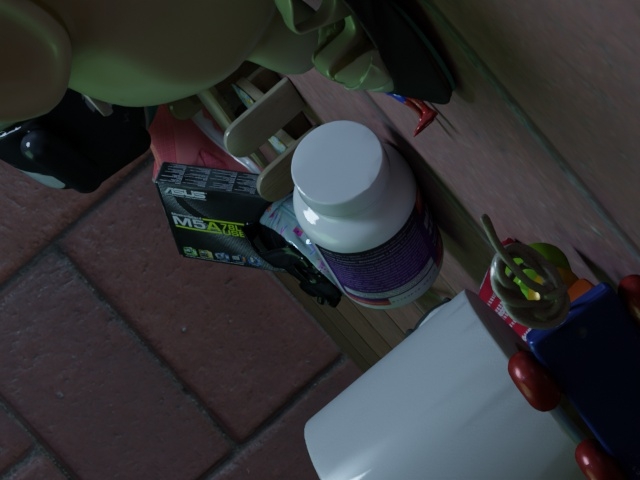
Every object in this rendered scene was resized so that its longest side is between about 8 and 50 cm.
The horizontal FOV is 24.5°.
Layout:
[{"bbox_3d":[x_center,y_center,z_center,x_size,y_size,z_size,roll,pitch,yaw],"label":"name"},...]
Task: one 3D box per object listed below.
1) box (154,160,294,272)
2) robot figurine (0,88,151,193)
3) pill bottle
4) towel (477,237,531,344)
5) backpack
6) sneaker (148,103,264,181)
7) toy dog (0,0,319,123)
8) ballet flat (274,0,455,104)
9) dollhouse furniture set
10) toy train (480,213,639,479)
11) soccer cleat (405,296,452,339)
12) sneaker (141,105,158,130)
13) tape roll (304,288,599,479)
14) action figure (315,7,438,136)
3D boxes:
[{"bbox_3d":[-0.123,-0.030,2.075,0.191,0.045,0.184,9,149,13],"label":"box"},{"bbox_3d":[-0.300,-0.161,1.594,0.209,0.173,0.278,19,170,35],"label":"robot figurine"},{"bbox_3d":[0.038,-0.024,1.291,0.108,0.108,0.193,45,173,29],"label":"pill bottle"},{"bbox_3d":[0.231,0.120,1.208,0.275,0.031,0.199,48,173,9],"label":"towel"},{"bbox_3d":[0.000,0.000,1.699,0.152,0.115,0.182,38,175,-11],"label":"backpack"},{"bbox_3d":[-0.170,-0.107,2.129,0.314,0.136,0.116,49,174,-8],"label":"sneaker"},{"bbox_3d":[-0.203,-0.259,1.011,0.395,0.284,0.408,9,-163,-33],"label":"toy dog"},{"bbox_3d":[0.014,-0.141,0.905,0.074,0.074,0.203,42,172,47],"label":"ballet flat"},{"bbox_3d":[-0.143,-0.151,1.518,0.212,0.161,0.242,42,171,45],"label":"dollhouse furniture set"},{"bbox_3d":[0.157,0.041,0.966,0.248,0.105,0.143,51,-173,-25],"label":"toy train"},{"bbox_3d":[0.195,0.195,1.533,0.143,0.116,0.331,41,171,48],"label":"soccer cleat"},{"bbox_3d":[-0.249,-0.270,1.772,0.178,0.124,0.295,-79,-17,-63],"label":"sneaker"},{"bbox_3d":[0.129,0.181,1.141,0.246,0.169,0.246,48,-172,-10],"label":"tape roll"},{"bbox_3d":[0.036,-0.124,1.064,0.115,0.030,0.038,50,179,4],"label":"action figure"}]
